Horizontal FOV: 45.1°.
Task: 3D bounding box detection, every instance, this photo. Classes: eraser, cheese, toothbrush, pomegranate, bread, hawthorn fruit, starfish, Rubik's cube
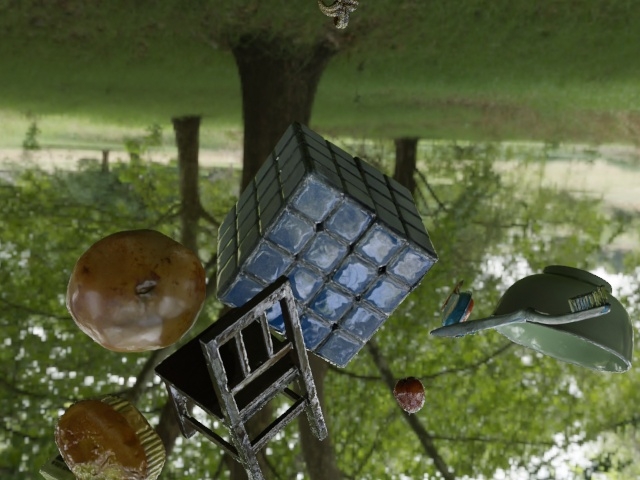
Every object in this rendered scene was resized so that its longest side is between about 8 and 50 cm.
[{"bbox_3d":[-0.606,0.565,1.921,0.172,0.058,0.117,5,-138,40],"label":"eraser"},{"bbox_3d":[0.294,0.142,1.672,0.037,0.106,0.256,35,-169,1],"label":"cheese"},{"bbox_3d":[0.295,0.126,1.219,0.035,0.042,0.413,-8,171,-29],"label":"toothbrush"},{"bbox_3d":[-0.328,0.093,1.390,0.248,0.248,0.248,3,-175,0],"label":"pomegranate"},{"bbox_3d":[-0.479,0.468,1.743,0.179,0.250,0.133,-39,174,3],"label":"bread"},{"bbox_3d":[0.231,0.401,1.978,0.081,0.093,0.081,-20,-168,4],"label":"hawthorn fruit"},{"bbox_3d":[0.045,-0.694,2.165,0.074,0.146,0.190,21,174,35],"label":"starfish"},{"bbox_3d":[0.000,0.000,1.664,0.337,0.344,0.344,32,-161,-20],"label":"Rubik's cube"}]

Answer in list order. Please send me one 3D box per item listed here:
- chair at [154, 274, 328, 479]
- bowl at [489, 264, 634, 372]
[{"bbox_3d":[-0.160,0.220,1.368,0.203,0.416,0.240,-36,-135,-28],"label":"chair"},{"bbox_3d":[0.615,0.178,1.919,0.353,0.185,0.354,21,167,5],"label":"bowl"}]
